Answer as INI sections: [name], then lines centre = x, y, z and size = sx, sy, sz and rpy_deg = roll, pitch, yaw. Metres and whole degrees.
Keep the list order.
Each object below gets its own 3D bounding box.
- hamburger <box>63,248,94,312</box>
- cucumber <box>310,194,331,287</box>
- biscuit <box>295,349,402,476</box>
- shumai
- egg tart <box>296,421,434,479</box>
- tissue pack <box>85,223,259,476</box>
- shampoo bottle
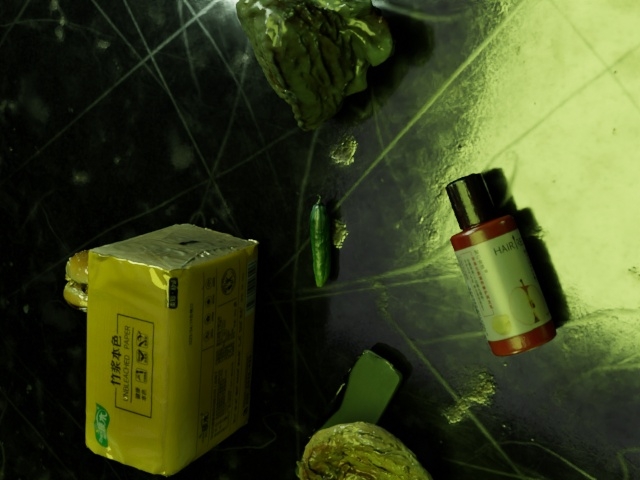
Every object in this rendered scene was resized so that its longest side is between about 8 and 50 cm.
[hamburger]
centre = -0.424, 0.080, 1.628
size = 0.191, 0.181, 0.118
rpy_deg = -146, 71, -68
[cucumber]
centre = 0.000, 0.000, 1.435
size = 0.039, 0.039, 0.168
rpy_deg = 4, 104, 30
[biscuit]
centre = 0.049, 0.335, 1.470
size = 0.099, 0.038, 0.323
rpy_deg = 34, 114, 18
[shumai]
centre = 0.001, -0.322, 1.297
size = 0.218, 0.256, 0.189
rpy_deg = -26, 57, 3
[egg tart]
centre = 0.087, 0.403, 1.409
size = 0.252, 0.098, 0.232
rpy_deg = 10, 115, 13
[tissue pack]
centre = -0.270, 0.186, 1.485
size = 0.228, 0.293, 0.382
rpy_deg = 10, 104, 24
[shampoo bottle]
centre = 0.267, 0.032, 1.243
size = 0.104, 0.104, 0.278
rpy_deg = -22, 88, 32
